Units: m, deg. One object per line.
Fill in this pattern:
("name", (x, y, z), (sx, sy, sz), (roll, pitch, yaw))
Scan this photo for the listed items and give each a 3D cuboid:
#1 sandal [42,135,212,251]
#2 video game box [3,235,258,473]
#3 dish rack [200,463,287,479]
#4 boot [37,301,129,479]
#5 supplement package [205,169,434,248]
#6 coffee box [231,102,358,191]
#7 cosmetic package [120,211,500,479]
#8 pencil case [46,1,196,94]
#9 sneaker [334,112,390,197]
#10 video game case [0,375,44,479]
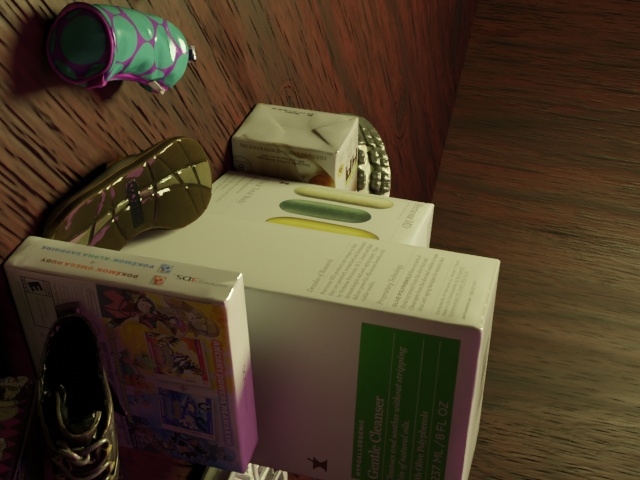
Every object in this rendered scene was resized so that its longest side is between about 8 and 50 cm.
("sandal", (-0.177, -0.038, 0.844), (0.219, 0.060, 0.090), (-39, 133, -47))
("video game box", (-0.150, 0.099, 0.769), (0.048, 0.187, 0.205), (-63, 159, -47))
("dish rack", (-0.137, 0.401, 1.264), (0.286, 0.072, 0.333), (87, 20, -45))
("boot", (-0.175, 0.207, 0.688), (0.229, 0.091, 0.263), (99, -25, -47))
("supplement package", (-0.024, 0.057, 1.069), (0.199, 0.262, 0.198), (-53, 150, -61))
("coffee box", (-0.029, -0.045, 1.222), (0.098, 0.141, 0.247), (-63, 158, -49))
("cosmetic package", (-0.027, 0.100, 0.884), (0.155, 0.365, 0.197), (-55, 149, -62))
("pencil case", (-0.165, -0.158, 0.773), (0.151, 0.064, 0.070), (-24, 99, -72))
("sneaker", (0.000, 0.000, 1.479), (0.182, 0.158, 0.411), (-173, -88, -73))
("video game case", (-0.235, 0.254, 0.683), (0.210, 0.041, 0.232), (-109, -158, -64))
